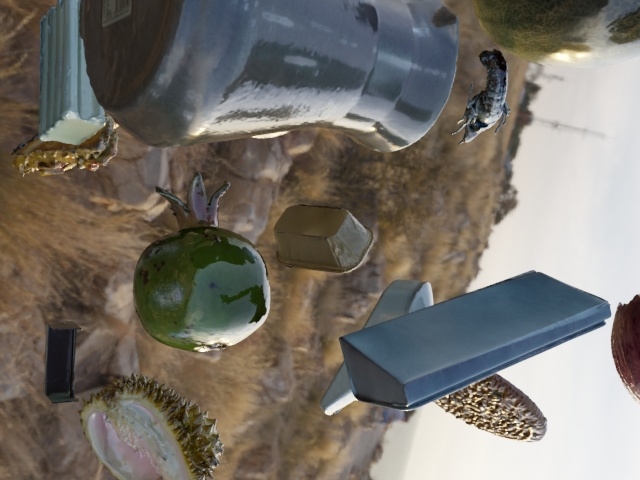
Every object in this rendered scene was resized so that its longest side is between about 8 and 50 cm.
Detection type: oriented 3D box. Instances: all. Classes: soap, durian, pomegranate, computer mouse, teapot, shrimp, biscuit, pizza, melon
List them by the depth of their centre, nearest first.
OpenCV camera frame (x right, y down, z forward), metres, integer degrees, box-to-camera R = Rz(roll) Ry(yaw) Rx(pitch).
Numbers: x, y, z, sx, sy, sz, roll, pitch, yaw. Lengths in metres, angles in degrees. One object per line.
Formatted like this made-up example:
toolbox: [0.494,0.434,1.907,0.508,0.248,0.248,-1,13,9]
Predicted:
teapot: [-0.056,-0.197,0.713,0.344,0.300,0.253,4,68,-41]
pomegranate: [-0.153,0.030,0.875,0.181,0.181,0.224,50,35,-76]
computer mouse: [0.083,0.153,0.933,0.231,0.079,0.128,-58,163,9]
melon: [0.380,-0.373,0.975,0.248,0.329,0.249,-7,99,-53]
soap: [-0.365,-0.251,1.002,0.063,0.114,0.199,7,74,-42]
shrimp: [0.257,-0.214,1.077,0.174,0.082,0.076,92,-19,-52]
durian: [-0.274,0.315,1.120,0.138,0.249,0.183,-52,176,-44]
biscuit: [0.277,0.293,1.282,0.038,0.305,0.305,-56,161,-22]
pizza: [-0.477,-0.223,1.413,0.251,0.287,0.074,-57,137,-37]

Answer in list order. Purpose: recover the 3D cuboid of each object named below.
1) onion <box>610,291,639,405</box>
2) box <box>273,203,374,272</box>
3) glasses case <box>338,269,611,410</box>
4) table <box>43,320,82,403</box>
onion: [0.562,0.139,0.867,0.358,0.358,0.345,81,13,-62]
box: [0.000,0.000,1.159,0.111,0.177,0.111,-12,104,-54]
glasses case: [0.156,0.100,0.668,0.266,0.105,0.056,-15,116,-29]
table: [-0.535,0.246,1.406,0.175,0.062,0.146,-3,-95,61]
